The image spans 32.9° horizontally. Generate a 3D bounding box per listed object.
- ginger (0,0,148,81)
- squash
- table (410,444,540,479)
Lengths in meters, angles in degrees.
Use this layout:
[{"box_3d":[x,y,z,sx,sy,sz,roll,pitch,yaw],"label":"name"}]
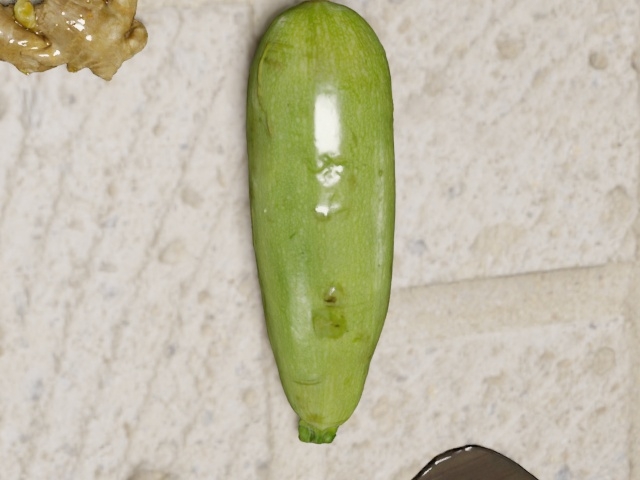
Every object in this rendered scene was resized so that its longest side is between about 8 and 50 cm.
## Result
[{"box_3d":[-0.218,-0.167,0.776,0.176,0.052,0.193,38,91,-15],"label":"ginger"},{"box_3d":[0.003,0.002,0.845,0.118,0.118,0.371,-5,107,-13],"label":"squash"},{"box_3d":[0.168,0.365,0.908,0.317,0.249,0.317,-4,105,-14],"label":"table"}]
